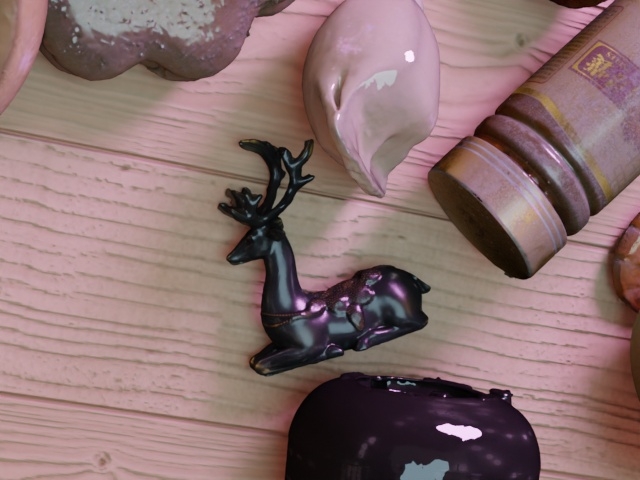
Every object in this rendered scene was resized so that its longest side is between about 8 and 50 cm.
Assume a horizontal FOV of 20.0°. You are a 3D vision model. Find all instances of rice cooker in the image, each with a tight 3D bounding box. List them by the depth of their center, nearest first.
[{"bbox_3d":[0.090,0.250,1.789,0.267,0.267,0.225,6,91,-21],"label":"rice cooker"}]

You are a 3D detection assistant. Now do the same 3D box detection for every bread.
[{"bbox_3d":[-0.169,-0.241,1.709,0.337,0.102,0.183,-1,95,-18],"label":"bread"}]

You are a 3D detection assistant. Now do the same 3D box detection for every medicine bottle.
[{"bbox_3d":[0.274,-0.120,1.861,0.322,0.151,0.151,-42,108,-11],"label":"medicine bottle"}]

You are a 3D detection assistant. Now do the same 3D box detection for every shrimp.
[{"bbox_3d":[0.415,-0.010,1.979,0.236,0.053,0.133,-44,107,-7],"label":"shrimp"}]

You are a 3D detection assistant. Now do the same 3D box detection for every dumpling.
[{"bbox_3d":[0.062,-0.150,1.794,0.179,0.131,0.252,60,36,-47],"label":"dumpling"}]

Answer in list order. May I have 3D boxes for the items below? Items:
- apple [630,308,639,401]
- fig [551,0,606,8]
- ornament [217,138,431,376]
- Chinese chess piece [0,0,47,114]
[{"bbox_3d":[0.453,0.160,1.891,0.291,0.292,0.254,-10,127,-19],"label":"apple"},{"bbox_3d":[0.287,-0.338,1.872,0.201,0.133,0.146,-41,139,-33],"label":"fig"},{"bbox_3d":[0.000,0.000,1.812,0.202,0.080,0.236,-18,102,-14],"label":"ornament"},{"bbox_3d":[-0.403,-0.221,1.560,0.338,0.140,0.338,0,106,-1],"label":"Chinese chess piece"}]
